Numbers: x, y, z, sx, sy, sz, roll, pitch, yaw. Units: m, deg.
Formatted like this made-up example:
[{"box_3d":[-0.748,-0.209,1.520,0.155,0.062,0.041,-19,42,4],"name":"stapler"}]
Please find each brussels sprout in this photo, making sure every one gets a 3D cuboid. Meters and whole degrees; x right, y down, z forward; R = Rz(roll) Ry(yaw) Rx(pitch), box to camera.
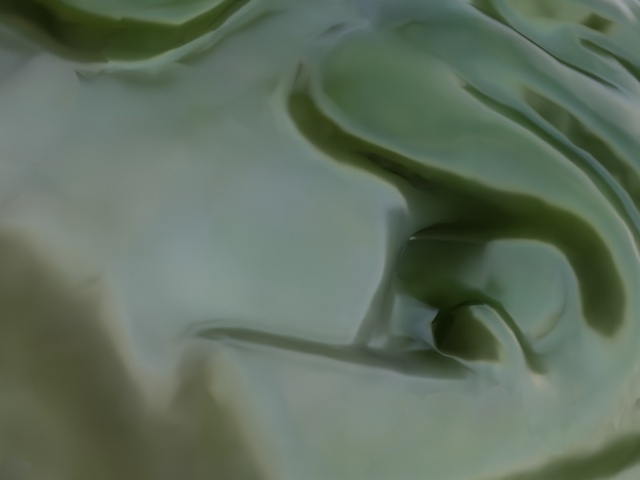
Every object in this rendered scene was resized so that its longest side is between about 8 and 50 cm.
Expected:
[{"box_3d":[-0.037,0.015,0.488,0.289,0.281,0.354,32,19,6],"name":"brussels sprout"}]
